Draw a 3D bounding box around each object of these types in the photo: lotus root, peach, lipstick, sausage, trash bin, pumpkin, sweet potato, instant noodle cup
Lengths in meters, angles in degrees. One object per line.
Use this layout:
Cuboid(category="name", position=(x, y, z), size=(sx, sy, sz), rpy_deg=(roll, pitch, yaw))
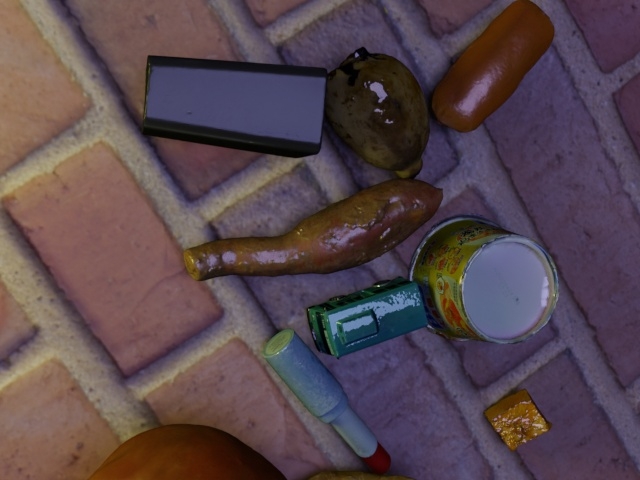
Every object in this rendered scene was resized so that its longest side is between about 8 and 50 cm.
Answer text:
Cuboid(category="lotus root", position=(0.091, -0.177, 1.167), size=(0.138, 0.138, 0.214), rpy_deg=(-43, 115, -9))
Cuboid(category="peach", position=(-0.182, 0.411, 1.034), size=(0.343, 0.302, 0.342), rpy_deg=(-1, 94, -17))
Cuboid(category="lipstick", position=(0.018, 0.247, 1.202), size=(0.061, 0.068, 0.274), rpy_deg=(-37, 110, 3))
Cuboid(category="sausage", position=(0.258, -0.258, 1.222), size=(0.098, 0.098, 0.238), rpy_deg=(44, 80, -14))
Cuboid(category="trash bin", position=(-0.121, -0.177, 1.084), size=(0.226, 0.165, 0.115), rpy_deg=(3, 93, -14))
Cuboid(category="pumpkin", position=(0.316, 0.285, 1.296), size=(0.083, 0.054, 0.074), rpy_deg=(-32, 99, 10))
Cuboid(category="sweet potato", position=(0.000, 0.000, 1.166), size=(0.385, 0.109, 0.109), rpy_deg=(-19, 99, -7))
Cuboid(category="instant noodle cup", position=(0.253, 0.066, 1.212), size=(0.205, 0.153, 0.205), rpy_deg=(-2, 95, -17))

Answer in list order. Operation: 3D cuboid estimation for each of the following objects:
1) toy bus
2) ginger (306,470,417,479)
Cuboid(category="toy bus", position=(0.069, 0.113, 1.193), size=(0.160, 0.092, 0.079), rpy_deg=(-17, 97, -14))
Cuboid(category="ginger", position=(0.065, 0.390, 1.220), size=(0.206, 0.115, 0.081), rpy_deg=(1, 76, 6))
